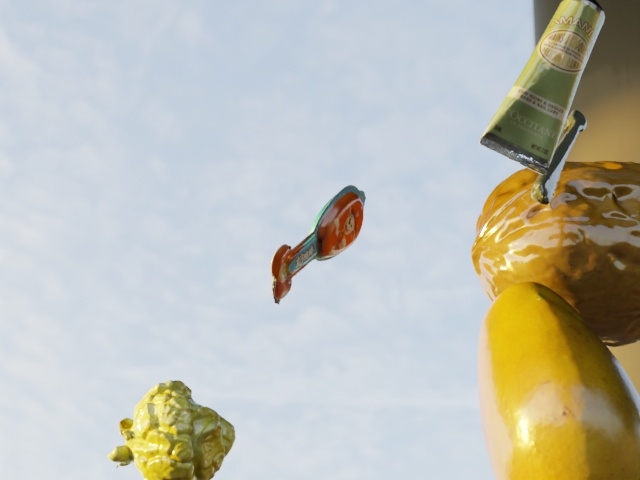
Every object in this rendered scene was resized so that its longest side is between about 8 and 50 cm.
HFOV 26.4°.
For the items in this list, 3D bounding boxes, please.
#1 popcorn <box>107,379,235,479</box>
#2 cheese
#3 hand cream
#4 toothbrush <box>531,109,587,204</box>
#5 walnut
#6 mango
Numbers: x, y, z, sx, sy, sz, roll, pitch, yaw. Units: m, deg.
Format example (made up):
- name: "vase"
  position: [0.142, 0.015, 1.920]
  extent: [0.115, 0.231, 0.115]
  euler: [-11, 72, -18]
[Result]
- name: "popcorn"
  position: [-0.186, 0.253, 1.719]
  extent: [0.162, 0.135, 0.141]
  euler: [1, -51, -8]
- name: "cheese"
  position: [0.000, 0.000, 1.984]
  extent: [0.037, 0.256, 0.106]
  euler: [15, -53, 29]
- name: "hand cream"
  position: [0.274, -0.194, 1.613]
  extent: [0.086, 0.235, 0.055]
  euler: [26, -16, 5]
- name: "toothbrush"
  position: [0.313, -0.111, 1.793]
  extent: [0.030, 0.297, 0.030]
  euler: [42, -60, -2]
- name: "walnut"
  position: [0.456, 0.016, 2.357]
  extent: [0.398, 0.354, 0.307]
  euler: [-4, -66, -11]
- name: "mango"
  position: [0.346, 0.249, 2.024]
  extent: [0.232, 0.445, 0.300]
  euler: [-14, -46, -2]
